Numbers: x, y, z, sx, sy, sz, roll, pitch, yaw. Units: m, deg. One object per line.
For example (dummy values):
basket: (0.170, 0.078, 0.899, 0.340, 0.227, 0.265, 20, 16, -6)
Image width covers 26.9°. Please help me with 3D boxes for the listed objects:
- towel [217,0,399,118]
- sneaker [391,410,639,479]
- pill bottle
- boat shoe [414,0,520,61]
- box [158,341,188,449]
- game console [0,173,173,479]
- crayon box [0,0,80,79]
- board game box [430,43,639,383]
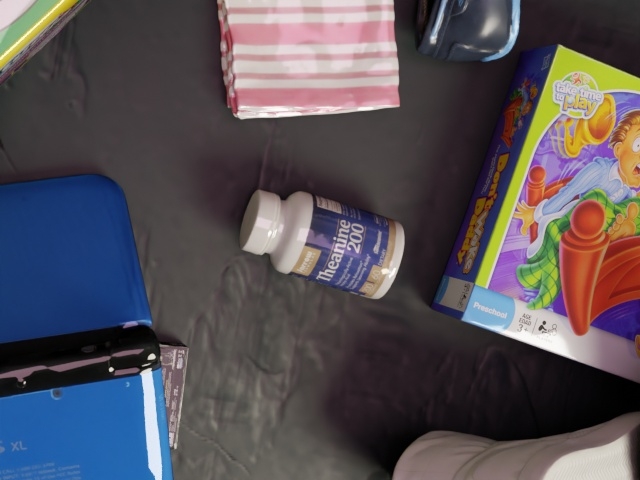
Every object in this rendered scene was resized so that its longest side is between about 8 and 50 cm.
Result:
towel: (-0.010, -0.198, 1.063, 0.144, 0.029, 0.197, -5, 95, -14)
sneaker: (0.181, 0.189, 1.098, 0.292, 0.169, 0.108, 7, 85, -50)
pill bottle: (0.000, 0.000, 1.059, 0.120, 0.067, 0.067, 17, 90, -15)
boat shoe: (0.105, -0.270, 1.048, 0.089, 0.109, 0.258, -6, 93, -10)
box: (-0.143, 0.121, 1.057, 0.067, 0.018, 0.083, 6, 92, -14)
game console: (-0.268, 0.107, 0.980, 0.293, 0.173, 0.250, -8, 111, -13)
crayon box: (-0.207, -0.178, 0.868, 0.363, 0.313, 0.106, -45, 103, -7)
board game box: (0.296, 0.008, 1.128, 0.347, 0.078, 0.233, 19, 89, -14)
